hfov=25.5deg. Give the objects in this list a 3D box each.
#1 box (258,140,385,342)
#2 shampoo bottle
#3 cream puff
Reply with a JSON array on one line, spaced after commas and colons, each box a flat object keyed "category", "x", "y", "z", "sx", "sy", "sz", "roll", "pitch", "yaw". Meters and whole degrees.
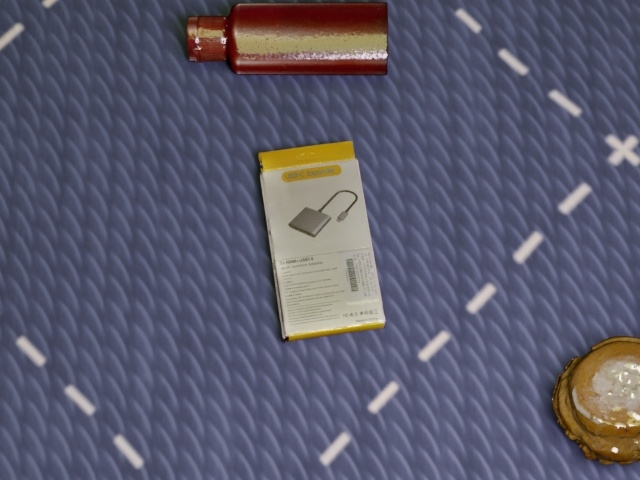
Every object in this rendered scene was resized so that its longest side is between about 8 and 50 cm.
[{"category": "box", "x": 0.000, "y": 0.000, "z": 1.758, "sx": 0.129, "sy": 0.033, "sz": 0.247, "roll": -7, "pitch": 70, "yaw": -2}, {"category": "shampoo bottle", "x": -0.042, "y": -0.262, "z": 1.837, "sx": 0.260, "sy": 0.064, "sz": 0.102, "roll": -1, "pitch": 70, "yaw": 0}, {"category": "cream puff", "x": 0.354, "y": 0.191, "z": 1.645, "sx": 0.165, "sy": 0.115, "sz": 0.150, "roll": 16, "pitch": 63, "yaw": 16}]
